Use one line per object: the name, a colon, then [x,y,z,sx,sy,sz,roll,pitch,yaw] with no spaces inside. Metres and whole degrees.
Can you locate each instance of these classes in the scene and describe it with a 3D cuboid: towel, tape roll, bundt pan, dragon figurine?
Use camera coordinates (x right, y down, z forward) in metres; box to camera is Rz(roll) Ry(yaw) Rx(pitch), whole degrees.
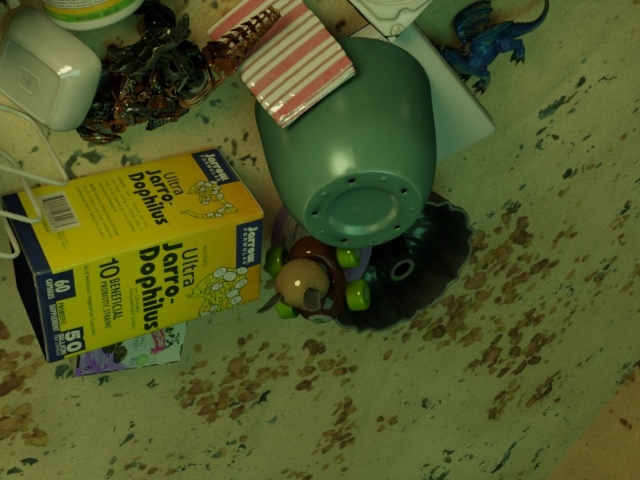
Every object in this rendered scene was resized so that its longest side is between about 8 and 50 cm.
towel: [-0.059,-0.281,1.412,0.144,0.197,0.029,-38,170,2]
tape roll: [0.000,0.000,1.702,0.080,0.189,0.189,10,121,-40]
bundt pan: [0.129,0.021,1.865,0.331,0.124,0.331,-20,136,-20]
dragon figurine: [0.286,-0.353,1.650,0.289,0.085,0.144,-37,140,2]

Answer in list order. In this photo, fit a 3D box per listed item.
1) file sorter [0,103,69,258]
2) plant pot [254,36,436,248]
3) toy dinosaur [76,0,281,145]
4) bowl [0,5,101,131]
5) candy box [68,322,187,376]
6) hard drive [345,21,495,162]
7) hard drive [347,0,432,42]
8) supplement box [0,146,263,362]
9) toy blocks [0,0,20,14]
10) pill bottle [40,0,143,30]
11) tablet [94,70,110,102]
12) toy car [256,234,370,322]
file sorter: [-0.504,-0.044,1.305,0.173,0.193,0.278,20,115,-48]
plant pot: [0.052,-0.132,1.507,0.293,0.235,0.293,-5,141,-4]
toy dinosaur: [-0.218,-0.254,1.356,0.322,0.164,0.218,-44,150,-8]
bowl: [-0.370,-0.217,1.261,0.053,0.142,0.142,-49,175,-49]
candy box: [-0.337,0.148,1.688,0.196,0.070,0.165,-5,131,-27]
hard drive: [0.131,-0.235,1.615,0.210,0.040,0.318,-28,138,22]
hard drive: [0.068,-0.471,1.335,0.237,0.064,0.339,-45,123,9]
supplement box: [-0.290,0.016,1.507,0.356,0.195,0.194,-16,136,-23]
toy blocks: [-0.426,-0.349,1.013,0.191,0.261,0.381,-29,140,-9]
pill bottle: [-0.305,-0.391,1.154,0.136,0.136,0.246,-26,139,-13]
tablet: [-0.318,-0.210,1.419,0.054,0.006,0.083,-32,140,-7]
toy car: [-0.023,0.084,1.534,0.155,0.188,0.149,-8,105,19]
